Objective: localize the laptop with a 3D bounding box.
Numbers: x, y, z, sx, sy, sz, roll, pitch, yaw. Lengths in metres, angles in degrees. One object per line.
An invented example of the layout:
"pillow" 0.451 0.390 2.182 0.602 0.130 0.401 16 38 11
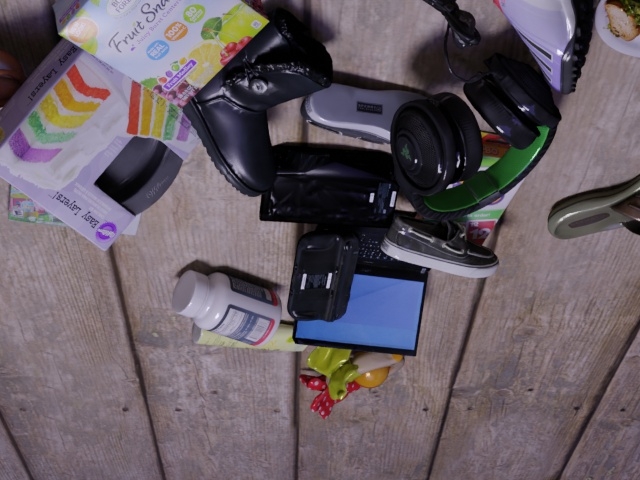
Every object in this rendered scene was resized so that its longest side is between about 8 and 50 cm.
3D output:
"laptop" 0.092 0.073 2.124 0.234 0.136 0.264 7 148 -13

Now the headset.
"headset" 0.197 -0.184 1.689 0.243 0.185 0.394 -30 152 -7

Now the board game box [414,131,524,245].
"board game box" 0.241 -0.077 1.965 0.124 0.039 0.259 8 141 -13

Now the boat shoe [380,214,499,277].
"boat shoe" 0.204 0.007 1.984 0.219 0.078 0.070 10 116 -30

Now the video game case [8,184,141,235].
"video game case" -0.387 -0.076 1.978 0.212 0.023 0.193 7 148 -13

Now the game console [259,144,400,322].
"game console" 0.000 0.000 2.004 0.213 0.044 0.361 4 131 -7

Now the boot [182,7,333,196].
"boot" -0.069 -0.183 1.694 0.207 0.094 0.246 -17 121 28

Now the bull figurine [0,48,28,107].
"bull figurine" -0.547 -0.206 1.682 0.310 0.101 0.188 -17 148 26

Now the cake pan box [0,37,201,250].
"cake pan box" -0.306 -0.141 1.696 0.246 0.070 0.267 -47 138 -1

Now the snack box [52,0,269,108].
"snack box" -0.199 -0.284 1.548 0.174 0.070 0.207 -42 132 21

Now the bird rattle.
"bird rattle" 0.071 0.275 2.480 0.207 0.143 0.253 -15 153 -8

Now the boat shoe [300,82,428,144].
"boat shoe" 0.078 -0.173 1.785 0.229 0.080 0.076 6 171 -20

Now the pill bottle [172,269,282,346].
"pill bottle" -0.170 0.117 2.221 0.180 0.108 0.108 22 142 -32

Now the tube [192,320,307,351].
"tube" -0.125 0.181 2.380 0.240 0.062 0.070 9 -172 -24

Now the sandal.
"sandal" 0.514 -0.042 1.990 0.303 0.086 0.120 -21 144 30

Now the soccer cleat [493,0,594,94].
"soccer cleat" 0.274 -0.302 1.562 0.116 0.108 0.318 9 155 23

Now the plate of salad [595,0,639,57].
"plate of salad" 0.460 -0.294 1.611 0.200 0.048 0.200 0 148 0
